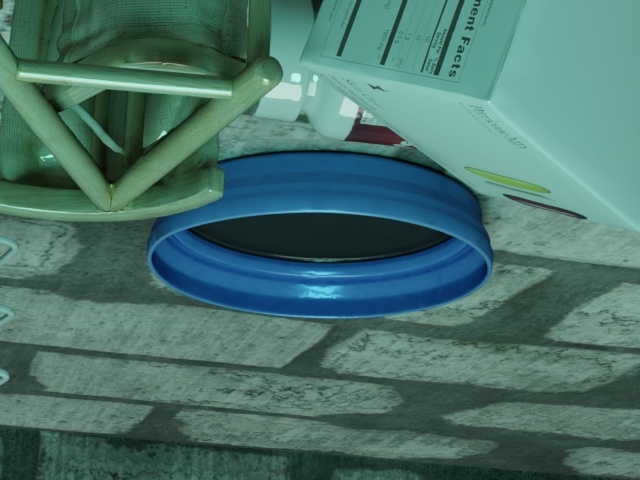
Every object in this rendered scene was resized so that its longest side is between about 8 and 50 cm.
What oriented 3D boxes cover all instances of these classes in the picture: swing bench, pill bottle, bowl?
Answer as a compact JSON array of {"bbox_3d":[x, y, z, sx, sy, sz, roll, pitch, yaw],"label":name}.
[{"bbox_3d":[-0.120,-0.167,0.922,0.165,0.253,0.254,5,161,-9],"label":"swing bench"},{"bbox_3d":[0.058,-0.137,1.197,0.221,0.121,0.121,6,161,-12],"label":"pill bottle"},{"bbox_3d":[0.000,0.000,1.669,0.391,0.077,0.391,2,161,1],"label":"bowl"}]

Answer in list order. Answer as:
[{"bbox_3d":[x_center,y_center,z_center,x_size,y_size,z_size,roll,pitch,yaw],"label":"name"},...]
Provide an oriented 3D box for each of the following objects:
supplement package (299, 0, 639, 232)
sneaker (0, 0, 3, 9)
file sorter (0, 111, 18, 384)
[{"bbox_3d":[0.142,-0.148,0.980,0.145,0.204,0.262,16,172,37],"label":"supplement package"},{"bbox_3d":[-0.343,-0.137,1.054,0.290,0.106,0.123,-23,110,37],"label":"sneaker"},{"bbox_3d":[-0.399,0.016,1.442,0.173,0.277,0.193,10,159,-28],"label":"file sorter"}]
